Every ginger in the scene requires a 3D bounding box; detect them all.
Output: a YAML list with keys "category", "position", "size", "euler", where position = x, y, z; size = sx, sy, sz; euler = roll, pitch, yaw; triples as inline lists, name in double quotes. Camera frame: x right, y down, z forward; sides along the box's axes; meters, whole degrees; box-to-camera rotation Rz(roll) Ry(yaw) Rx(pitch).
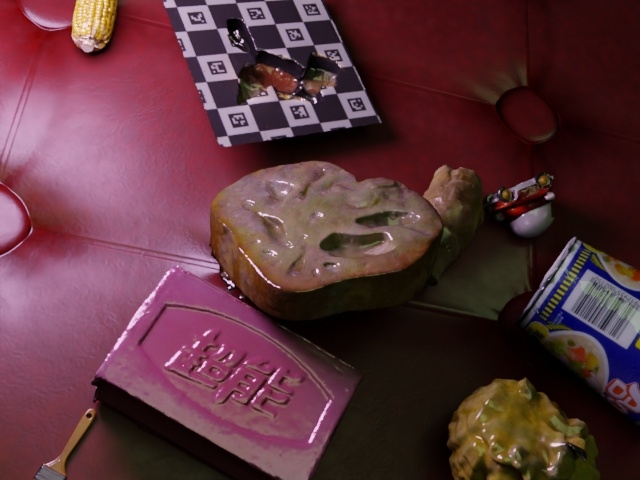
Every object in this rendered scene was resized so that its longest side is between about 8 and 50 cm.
- category: "ginger"
  position: [0.231, -0.031, 1.595]
  size: [0.116, 0.109, 0.263]
  euler: [43, 58, -20]

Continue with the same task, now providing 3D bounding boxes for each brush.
- category: "brush"
  position: [-0.385, 0.325, 1.284]
  size: [0.043, 0.014, 0.170]
  euler: [29, 58, -2]

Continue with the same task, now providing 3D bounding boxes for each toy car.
- category: "toy car"
  position: [0.397, -0.059, 1.669]
  size: [0.139, 0.112, 0.112]
  euler: [-20, 86, -14]

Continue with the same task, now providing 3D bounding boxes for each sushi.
- category: "sushi"
  position: [-0.102, -0.334, 1.684]
  size: [0.343, 0.064, 0.359]
  euler: [-12, 66, -26]

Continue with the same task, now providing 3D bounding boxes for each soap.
- category: "soap"
  position: [-0.141, 0.230, 1.340]
  size: [0.359, 0.128, 0.233]
  euler: [29, 59, 2]

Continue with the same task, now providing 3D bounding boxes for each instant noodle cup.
- category: "instant noodle cup"
  position: [0.525, 0.159, 1.509]
  size: [0.312, 0.284, 0.284]
  euler: [34, 59, 12]

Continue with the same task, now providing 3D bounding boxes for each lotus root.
- category: "lotus root"
  position: [0.000, 0.000, 1.427]
  size: [0.390, 0.111, 0.375]
  euler: [12, 38, 12]

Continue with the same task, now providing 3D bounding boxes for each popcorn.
- category: "popcorn"
  position: [0.324, 0.335, 1.364]
  size: [0.249, 0.225, 0.249]
  euler: [6, 57, -9]

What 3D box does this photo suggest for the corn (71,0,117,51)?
- category: "corn"
  position: [-0.428, -0.461, 1.647]
  size: [0.080, 0.080, 0.238]
  euler: [8, 63, -12]
